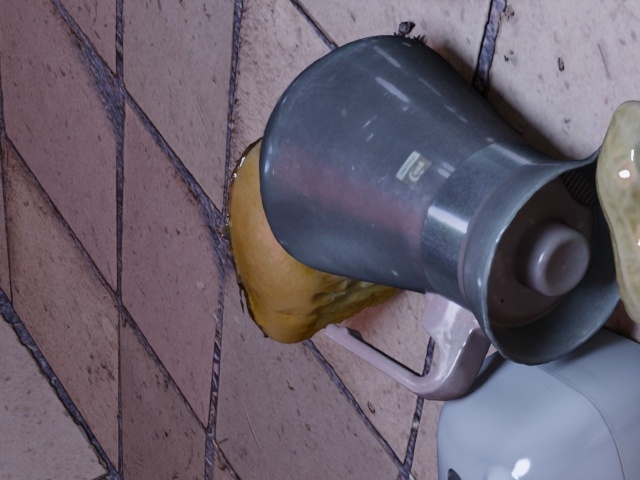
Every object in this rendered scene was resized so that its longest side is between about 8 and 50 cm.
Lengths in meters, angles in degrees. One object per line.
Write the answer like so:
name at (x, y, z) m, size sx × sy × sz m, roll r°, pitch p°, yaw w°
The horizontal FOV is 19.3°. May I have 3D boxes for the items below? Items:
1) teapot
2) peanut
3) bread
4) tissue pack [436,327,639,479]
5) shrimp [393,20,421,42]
teapot at (0.108, -0.019, 1.808) m, size 0.344 × 0.253 × 0.300 m, roll 32°, pitch 98°, yaw 47°
peanut at (0.292, -0.018, 1.632) m, size 0.098 × 0.090 × 0.214 m, roll -150°, pitch 42°, yaw -72°
bread at (0.000, 0.000, 2.133) m, size 0.162 × 0.204 × 0.262 m, roll 37°, pitch 144°, yaw 55°
tissue pack at (0.233, 0.269, 1.816) m, size 0.229 × 0.236 × 0.333 m, roll 32°, pitch 137°, yaw 55°
shrimp at (0.084, -0.206, 2.000) m, size 0.092 × 0.029 × 0.038 m, roll -45°, pitch 60°, yaw 58°
